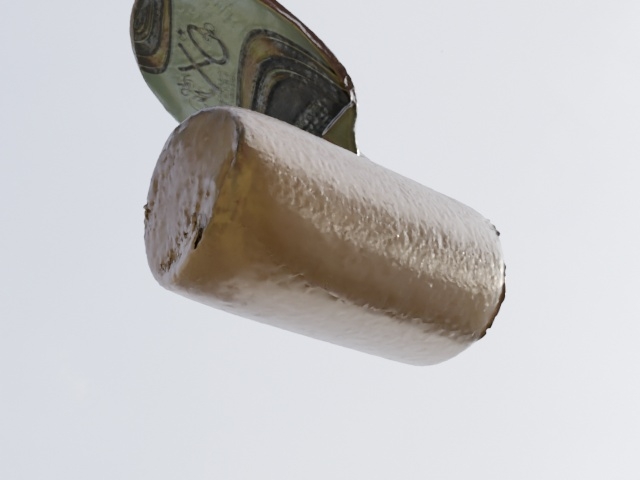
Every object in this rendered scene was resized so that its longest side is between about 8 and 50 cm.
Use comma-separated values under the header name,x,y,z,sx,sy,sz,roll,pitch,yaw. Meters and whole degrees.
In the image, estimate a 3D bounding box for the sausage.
name,x,y,z,sx,sy,sz,roll,pitch,yaw
sausage,0.000,0.000,0.761,0.123,0.253,0.123,-18,-117,39

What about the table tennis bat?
name,x,y,z,sx,sy,sz,roll,pitch,yaw
table tennis bat,-0.021,-0.089,0.929,0.301,0.022,0.173,40,-39,-5
